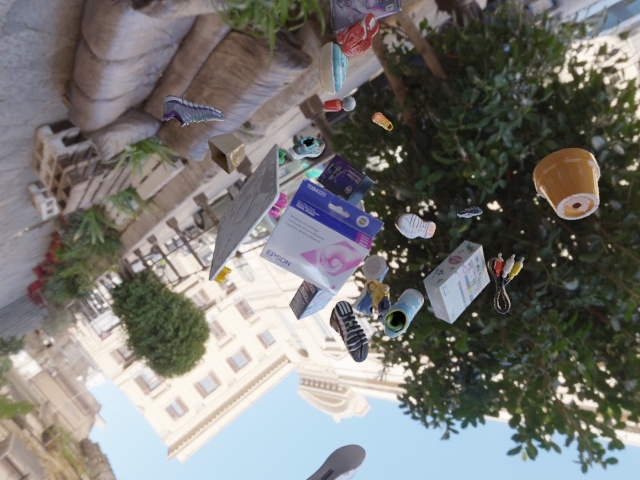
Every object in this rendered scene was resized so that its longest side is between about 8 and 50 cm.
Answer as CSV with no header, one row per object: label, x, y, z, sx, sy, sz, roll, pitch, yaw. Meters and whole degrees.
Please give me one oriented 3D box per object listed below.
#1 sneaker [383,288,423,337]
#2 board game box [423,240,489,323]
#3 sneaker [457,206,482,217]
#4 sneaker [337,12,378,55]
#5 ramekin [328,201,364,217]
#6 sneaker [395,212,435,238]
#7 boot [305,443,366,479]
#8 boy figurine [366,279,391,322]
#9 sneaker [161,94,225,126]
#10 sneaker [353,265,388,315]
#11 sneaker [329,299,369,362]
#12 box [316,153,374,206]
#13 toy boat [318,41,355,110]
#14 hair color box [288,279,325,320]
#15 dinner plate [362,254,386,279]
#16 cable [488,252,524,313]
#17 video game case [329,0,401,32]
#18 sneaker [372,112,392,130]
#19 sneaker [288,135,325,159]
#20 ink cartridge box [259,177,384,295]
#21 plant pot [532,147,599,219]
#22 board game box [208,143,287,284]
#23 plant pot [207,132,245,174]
sneaker,0.333,0.373,1.884,0.208,0.127,0.319,-37,154,-45
board game box,0.615,0.182,1.854,0.303,0.224,0.097,-38,-147,-21
sneaker,0.858,-0.160,2.387,0.135,0.058,0.052,-2,-114,18
sneaker,0.101,-0.653,1.367,0.128,0.087,0.221,-9,-145,45
ramekin,0.127,-0.166,2.377,0.273,0.273,0.127,-38,172,-27
sneaker,0.461,-0.088,2.227,0.180,0.321,0.124,26,-82,45
boot,0.038,0.742,1.267,0.258,0.123,0.095,-19,-150,-37
boy figurine,0.322,0.303,2.237,0.285,0.092,0.177,-105,-149,-52
sneaker,-0.472,-0.459,1.544,0.223,0.098,0.083,10,177,-18
sneaker,0.329,0.296,2.437,0.130,0.147,0.330,-11,128,-61
sneaker,0.119,0.420,1.876,0.106,0.281,0.162,-10,161,-25
box,0.129,-0.315,2.217,0.184,0.103,0.261,-54,-128,9
toy boat,0.077,-0.726,1.877,0.148,0.318,0.267,-4,-128,6
hair color box,-0.019,0.252,2.002,0.174,0.105,0.347,-20,157,-30
dinner plate,0.290,0.143,2.248,0.141,0.141,0.017,-29,148,21
cable,0.809,0.190,1.864,0.139,0.287,0.072,13,-165,21
video game case,0.157,-0.908,1.528,0.274,0.196,0.026,-2,-168,31
sneaker,0.373,-0.710,2.467,0.175,0.067,0.064,10,121,-44
sneaker,-0.032,-0.331,1.442,0.166,0.065,0.076,-31,173,-44
ink cartridge box,0.000,0.000,1.454,0.330,0.324,0.071,-57,-170,28
plant pot,0.872,-0.183,1.451,0.205,0.205,0.188,-25,-141,35
board game box,-0.241,-0.097,1.408,0.390,0.050,0.390,-48,-153,24
plant pot,-0.338,-0.330,1.524,0.096,0.109,0.109,-41,160,-25
